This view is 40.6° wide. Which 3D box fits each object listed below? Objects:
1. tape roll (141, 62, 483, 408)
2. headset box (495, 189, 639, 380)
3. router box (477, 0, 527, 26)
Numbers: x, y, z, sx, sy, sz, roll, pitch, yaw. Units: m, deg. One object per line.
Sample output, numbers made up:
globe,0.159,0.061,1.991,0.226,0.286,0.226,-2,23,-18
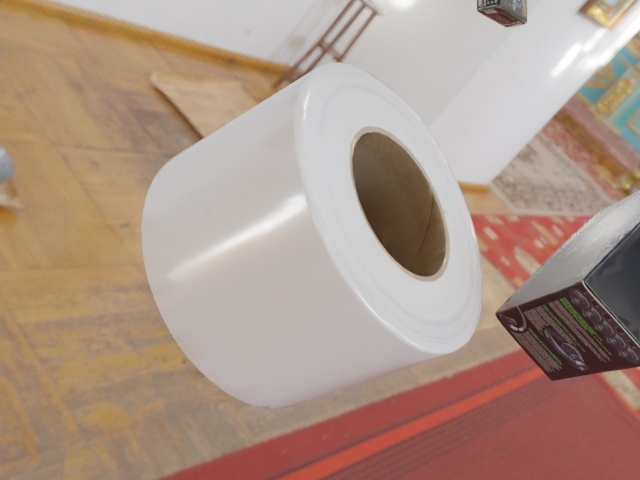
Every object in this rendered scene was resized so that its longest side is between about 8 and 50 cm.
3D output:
tape roll,0.000,0.000,0.713,0.246,0.169,0.246,32,46,-39
headset box,0.398,0.045,1.116,0.131,0.246,0.283,49,-16,2
router box,0.258,-0.374,1.224,0.092,0.038,0.123,5,85,-52
